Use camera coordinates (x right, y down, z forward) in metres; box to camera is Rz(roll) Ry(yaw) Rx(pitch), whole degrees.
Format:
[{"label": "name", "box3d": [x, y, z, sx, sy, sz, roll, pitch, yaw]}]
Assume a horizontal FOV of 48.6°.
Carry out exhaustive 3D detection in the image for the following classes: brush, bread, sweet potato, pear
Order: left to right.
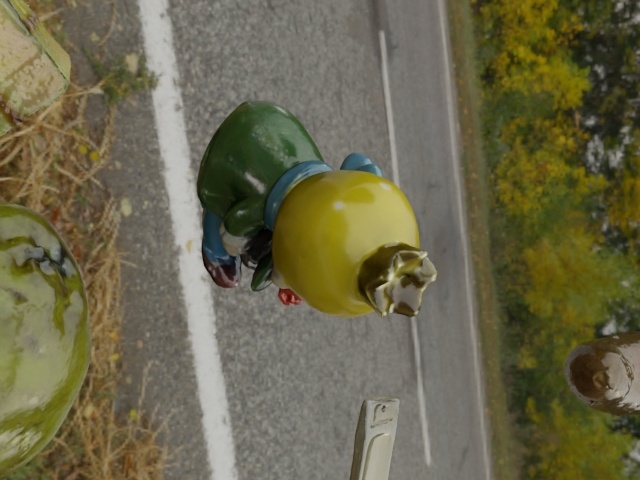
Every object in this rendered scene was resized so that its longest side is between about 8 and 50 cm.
[{"label": "pear", "box3d": [-0.471, 0.133, 0.901, 0.352, 0.413, 0.352, 30, 33, -22]}, {"label": "bread", "box3d": [-0.437, -0.239, 0.927, 0.167, 0.163, 0.264, 54, -3, -26]}, {"label": "brush", "box3d": [0.019, 0.296, 0.635, 0.060, 0.050, 0.320, 11, 88, -51]}, {"label": "sweet potato", "box3d": [0.363, 0.116, 0.715, 0.342, 0.092, 0.114, -13, 130, -31]}]

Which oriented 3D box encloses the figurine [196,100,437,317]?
[{"label": "figurine", "box3d": [-0.011, 0.006, 0.577, 0.127, 0.234, 0.185, -15, 136, -46]}]
